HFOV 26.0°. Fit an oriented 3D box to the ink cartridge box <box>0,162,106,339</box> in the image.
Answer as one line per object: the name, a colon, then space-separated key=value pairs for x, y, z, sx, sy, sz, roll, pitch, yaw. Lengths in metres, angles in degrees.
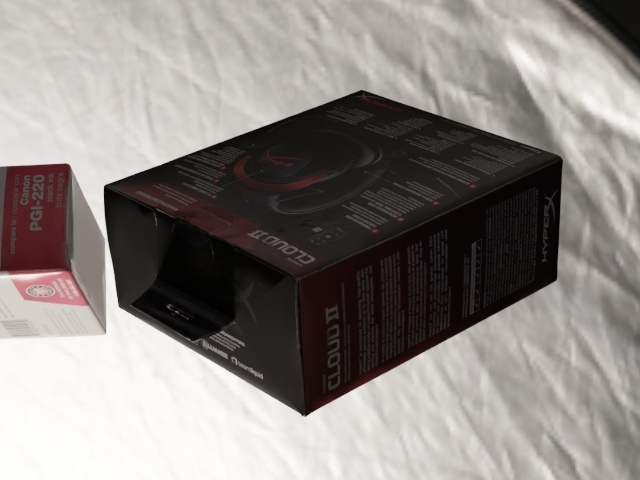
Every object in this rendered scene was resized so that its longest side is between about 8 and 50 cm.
ink cartridge box: x=-0.284 y=0.015 z=1.055 sx=0.218 sy=0.092 sz=0.158 roll=-4 pitch=158 yaw=0

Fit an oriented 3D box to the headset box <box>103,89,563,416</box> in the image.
headset box: x=0.000 y=0.000 z=1.012 sx=0.218 sy=0.293 sz=0.110 roll=24 pitch=127 yaw=42
